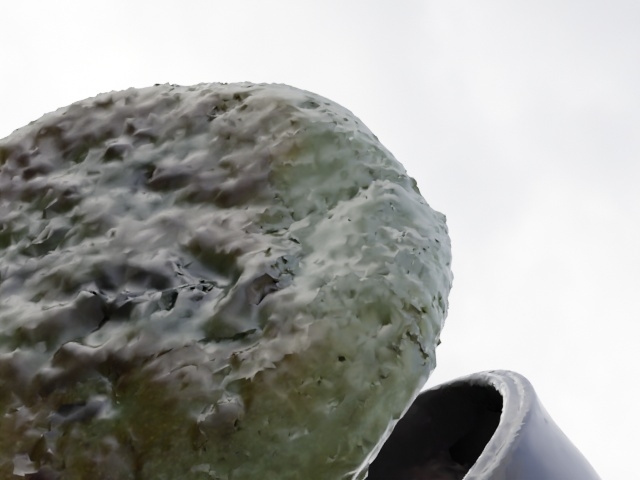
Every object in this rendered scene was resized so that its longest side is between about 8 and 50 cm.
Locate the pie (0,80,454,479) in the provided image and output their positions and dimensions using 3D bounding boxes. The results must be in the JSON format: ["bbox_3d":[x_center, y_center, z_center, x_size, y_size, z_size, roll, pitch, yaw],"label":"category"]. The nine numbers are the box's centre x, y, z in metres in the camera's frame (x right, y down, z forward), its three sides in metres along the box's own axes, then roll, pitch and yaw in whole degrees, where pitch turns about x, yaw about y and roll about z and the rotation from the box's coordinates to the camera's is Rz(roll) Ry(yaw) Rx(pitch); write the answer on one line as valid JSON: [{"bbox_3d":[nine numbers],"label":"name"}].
[{"bbox_3d":[-0.054,0.021,0.455,0.187,0.187,0.041,30,-29,45],"label":"pie"}]

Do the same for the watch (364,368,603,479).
[{"bbox_3d":[0.046,0.211,1.054,0.327,0.335,0.314,-28,-78,38],"label":"watch"}]
